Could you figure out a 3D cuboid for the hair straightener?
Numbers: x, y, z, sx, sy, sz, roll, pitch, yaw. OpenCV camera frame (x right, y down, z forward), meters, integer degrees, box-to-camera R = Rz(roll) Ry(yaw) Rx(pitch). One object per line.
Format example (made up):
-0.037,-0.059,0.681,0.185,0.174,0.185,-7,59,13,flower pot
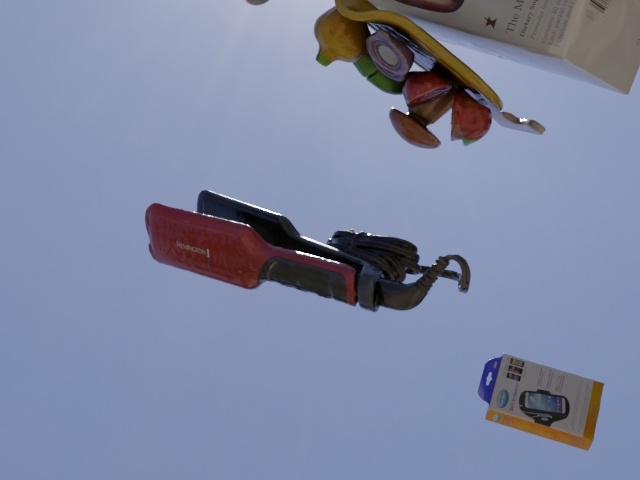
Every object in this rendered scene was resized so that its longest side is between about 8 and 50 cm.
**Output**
0.000,0.000,0.670,0.089,0.230,0.047,-20,-71,-43,hair straightener

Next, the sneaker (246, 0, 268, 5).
-0.058,-0.312,1.219,0.047,0.057,0.119,14,-65,-53,sneaker

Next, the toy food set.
0.074,-0.123,0.931,0.218,0.128,0.071,35,-87,-19,toy food set

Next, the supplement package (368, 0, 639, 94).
0.160,-0.233,1.002,0.134,0.244,0.139,11,-80,-52,supplement package

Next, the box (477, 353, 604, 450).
0.247,0.180,1.308,0.136,0.081,0.028,15,-39,10,box
